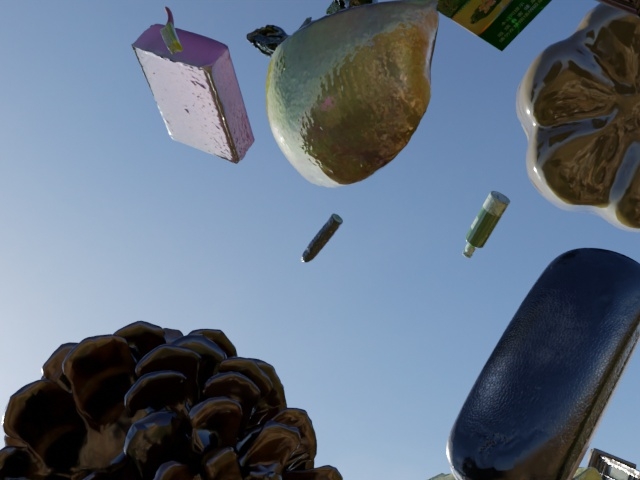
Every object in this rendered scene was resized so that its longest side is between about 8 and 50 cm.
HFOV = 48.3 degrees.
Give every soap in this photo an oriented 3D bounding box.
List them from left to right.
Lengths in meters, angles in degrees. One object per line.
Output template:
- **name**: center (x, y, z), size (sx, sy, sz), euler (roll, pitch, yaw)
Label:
- **soap**: center (-0.238, -0.281, 1.390), size (0.181, 0.081, 0.259), euler (22, -28, 23)

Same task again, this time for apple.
- **apple**: center (0.018, -0.165, 0.848), size (0.120, 0.193, 0.265), euler (6, -13, -39)

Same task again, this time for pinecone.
- **pinecone**: center (-0.110, 0.178, 0.513), size (0.246, 0.246, 0.292), euler (13, -11, -32)

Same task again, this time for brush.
- **brush**: center (-0.195, -0.271, 0.916), size (0.021, 0.083, 0.019), euler (-25, -35, 7)

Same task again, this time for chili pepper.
- **chili pepper**: center (0.007, -0.396, 1.350), size (0.264, 0.116, 0.148), euler (-21, -6, 34)

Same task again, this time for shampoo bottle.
- **shampoo bottle**: center (0.449, -0.038, 1.972), size (0.065, 0.065, 0.204), euler (7, -56, -27)

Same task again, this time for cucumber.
- **cucumber**: center (0.000, 0.000, 1.523), size (0.032, 0.032, 0.133), euler (17, -57, -35)

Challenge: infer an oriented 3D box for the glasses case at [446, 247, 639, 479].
- **glasses case**: center (0.243, 0.132, 0.740), size (0.314, 0.122, 0.075), euler (-52, -42, -24)

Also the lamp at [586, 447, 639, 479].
- **lamp**: center (0.521, 0.408, 1.093), size (0.090, 0.089, 0.325), euler (22, -6, -7)

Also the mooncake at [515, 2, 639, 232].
- **mooncake**: center (0.621, -0.253, 1.428), size (0.467, 0.467, 0.262), euler (-30, -6, 16)

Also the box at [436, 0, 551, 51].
- **box**: center (0.283, -0.407, 1.191), size (0.235, 0.034, 0.132), euler (12, -47, -46)

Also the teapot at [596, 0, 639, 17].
- **teapot**: center (0.495, -0.420, 1.169), size (0.177, 0.096, 0.087), euler (25, -57, 7)

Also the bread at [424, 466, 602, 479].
- **bread**: center (0.296, 0.433, 1.120), size (0.077, 0.138, 0.361), euler (-18, -7, -34)
